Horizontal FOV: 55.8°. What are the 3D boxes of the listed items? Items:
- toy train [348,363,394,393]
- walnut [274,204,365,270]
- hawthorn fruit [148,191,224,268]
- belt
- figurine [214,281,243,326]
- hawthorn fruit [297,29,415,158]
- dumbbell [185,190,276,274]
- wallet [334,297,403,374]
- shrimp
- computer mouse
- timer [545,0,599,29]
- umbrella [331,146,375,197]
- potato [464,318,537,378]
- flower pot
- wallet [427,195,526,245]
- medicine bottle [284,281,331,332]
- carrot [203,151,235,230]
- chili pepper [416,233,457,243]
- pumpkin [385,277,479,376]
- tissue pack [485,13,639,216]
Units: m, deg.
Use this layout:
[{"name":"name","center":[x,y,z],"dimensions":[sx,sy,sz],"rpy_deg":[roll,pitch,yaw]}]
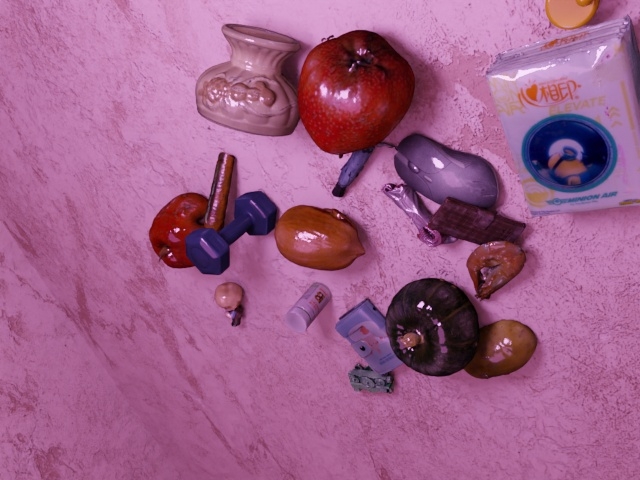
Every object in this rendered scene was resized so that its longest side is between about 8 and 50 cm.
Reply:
[{"name":"toy train","center":[0.183,0.502,2.161],"dimensions":[0.178,0.071,0.105],"rpy_deg":[0,127,35]},{"name":"walnut","center":[0.000,0.000,1.860],"dimensions":[0.297,0.203,0.203],"rpy_deg":[20,129,16]},{"name":"hawthorn fruit","center":[-0.466,-0.033,2.106],"dimensions":[0.258,0.261,0.258],"rpy_deg":[55,168,17]},{"name":"belt","center":[0.268,-0.081,1.704],"dimensions":[0.232,0.053,0.071],"rpy_deg":[49,128,10]},{"name":"figurine","center":[-0.345,0.243,2.316],"dimensions":[0.108,0.114,0.196],"rpy_deg":[2,135,4]},{"name":"hawthorn fruit","center":[0.079,-0.340,1.541],"dimensions":[0.284,0.285,0.369],"rpy_deg":[29,140,13]},{"name":"dumbbell","center":[-0.281,-0.028,1.931],"dimensions":[0.144,0.325,0.160],"rpy_deg":[27,134,22]},{"name":"wallet","center":[0.184,0.330,2.045],"dimensions":[0.250,0.075,0.176],"rpy_deg":[47,127,-3]},{"name":"shrimp","center":[0.471,0.088,1.679],"dimensions":[0.145,0.061,0.267],"rpy_deg":[12,146,2]},{"name":"computer mouse","center":[0.294,-0.183,1.620],"dimensions":[0.379,0.090,0.167],"rpy_deg":[27,130,18]},{"name":"timer","center":[0.520,-0.490,1.248],"dimensions":[0.107,0.109,0.107],"rpy_deg":[17,128,23]},{"name":"umbrella","center":[0.089,-0.209,1.747],"dimensions":[0.053,0.052,0.250],"rpy_deg":[53,143,14]},{"name":"potato","center":[0.519,0.349,1.814],"dimensions":[0.160,0.111,0.271],"rpy_deg":[50,132,-3]},{"name":"flower pot","center":[-0.183,-0.437,1.628],"dimensions":[0.307,0.307,0.244],"rpy_deg":[22,114,19]},{"name":"wallet","center":[0.415,-0.040,1.609],"dimensions":[0.230,0.042,0.124],"rpy_deg":[20,138,-6]},{"name":"medicine bottle","center":[-0.040,0.224,2.040],"dimensions":[0.086,0.183,0.086],"rpy_deg":[16,127,22]},{"name":"carrot","center":[-0.332,-0.162,1.987],"dimensions":[0.070,0.070,0.260],"rpy_deg":[17,100,23]},{"name":"chili pepper","center":[0.340,-0.013,1.732],"dimensions":[0.153,0.041,0.050],"rpy_deg":[-6,81,35]},{"name":"pumpkin","center":[0.326,0.259,1.801],"dimensions":[0.300,0.207,0.300],"rpy_deg":[18,116,42]},{"name":"tissue pack","center":[0.564,-0.251,1.323],"dimensions":[0.287,0.162,0.388],"rpy_deg":[-7,124,37]}]
